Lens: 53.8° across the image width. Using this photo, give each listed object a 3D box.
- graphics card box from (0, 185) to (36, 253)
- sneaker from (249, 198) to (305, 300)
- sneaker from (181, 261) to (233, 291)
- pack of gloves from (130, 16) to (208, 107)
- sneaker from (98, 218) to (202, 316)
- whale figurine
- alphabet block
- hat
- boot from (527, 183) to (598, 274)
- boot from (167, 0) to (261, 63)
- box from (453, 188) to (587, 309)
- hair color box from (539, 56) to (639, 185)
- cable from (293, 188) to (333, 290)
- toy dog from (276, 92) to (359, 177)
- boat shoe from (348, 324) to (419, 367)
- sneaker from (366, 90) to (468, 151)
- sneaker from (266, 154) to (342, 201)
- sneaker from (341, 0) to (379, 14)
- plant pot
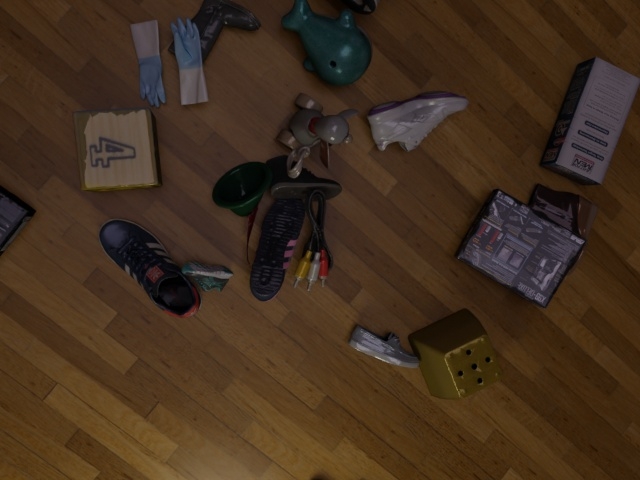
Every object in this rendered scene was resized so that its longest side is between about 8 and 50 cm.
[{"bbox_3d":[-0.955,-0.001,1.632,0.232,0.094,0.371,37,87,-10],"label":"graphics card box"},{"bbox_3d":[-0.129,0.023,1.791,0.112,0.131,0.319,20,67,1],"label":"sneaker"},{"bbox_3d":[-0.317,0.107,1.744,0.166,0.065,0.076,14,105,-47],"label":"sneaker"},{"bbox_3d":[-0.413,-0.479,1.694,0.194,0.046,0.232,-5,99,12],"label":"pack of gloves"},{"bbox_3d":[-0.455,0.074,1.701,0.350,0.148,0.131,43,85,-9],"label":"sneaker"},{"bbox_3d":[0.013,-0.542,1.735,0.272,0.141,0.216,38,129,-12],"label":"whale figurine"},{"bbox_3d":[-0.525,-0.233,1.653,0.193,0.192,0.197,-6,95,-8],"label":"alphabet block"},{"bbox_3d":[-0.198,-0.091,1.794,0.208,0.173,0.184,-40,135,-14],"label":"hat"},{"bbox_3d":[0.728,-0.035,1.966,0.206,0.090,0.249,18,92,2],"label":"boot"},{"bbox_3d":[-0.291,-0.561,1.739,0.189,0.076,0.209,28,80,4],"label":"boot"},{"bbox_3d":[0.596,0.025,1.890,0.307,0.076,0.243,30,93,2],"label":"box"},{"bbox_3d":[0.828,-0.361,1.941,0.173,0.105,0.348,22,88,-11],"label":"hair color box"},{"bbox_3d":[0.000,0.000,1.783,0.139,0.072,0.287,0,110,-36],"label":"cable"},{"bbox_3d":[0.009,-0.284,1.714,0.160,0.334,0.220,27,113,-27],"label":"toy dog"},{"bbox_3d":[0.197,0.311,1.869,0.227,0.079,0.081,21,93,-8],"label":"boat shoe"},{"bbox_3d":[0.289,-0.350,1.855,0.304,0.114,0.152,-15,109,-5],"label":"sneaker"},{"bbox_3d":[-0.045,-0.183,1.801,0.221,0.083,0.118,2,60,-29],"label":"sneaker"},{"bbox_3d":[0.046,-0.832,1.655,0.447,0.169,0.257,42,79,-7],"label":"sneaker"},{"bbox_3d":[0.415,0.350,1.858,0.212,0.187,0.212,-24,97,-8],"label":"plant pot"}]
